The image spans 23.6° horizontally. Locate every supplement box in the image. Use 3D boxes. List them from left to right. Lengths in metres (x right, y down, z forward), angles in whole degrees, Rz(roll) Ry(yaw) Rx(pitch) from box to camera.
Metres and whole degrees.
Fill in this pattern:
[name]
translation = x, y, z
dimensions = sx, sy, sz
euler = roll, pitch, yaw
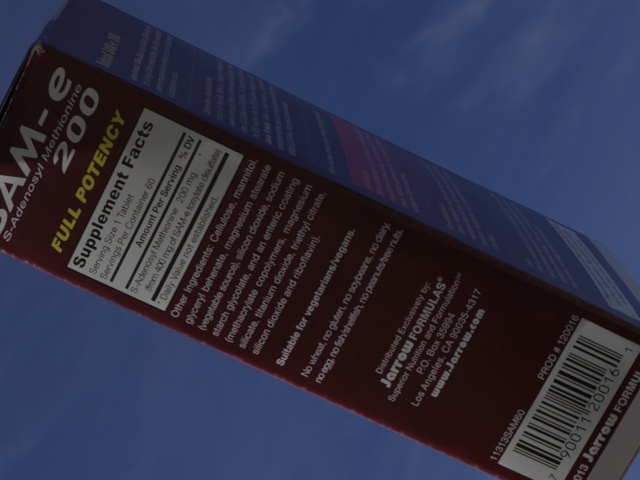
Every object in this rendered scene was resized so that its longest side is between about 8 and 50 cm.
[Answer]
[supplement box]
translation = 0.000, 0.000, 0.550
dimensions = 0.239, 0.130, 0.073
euler = 26, -76, -10
